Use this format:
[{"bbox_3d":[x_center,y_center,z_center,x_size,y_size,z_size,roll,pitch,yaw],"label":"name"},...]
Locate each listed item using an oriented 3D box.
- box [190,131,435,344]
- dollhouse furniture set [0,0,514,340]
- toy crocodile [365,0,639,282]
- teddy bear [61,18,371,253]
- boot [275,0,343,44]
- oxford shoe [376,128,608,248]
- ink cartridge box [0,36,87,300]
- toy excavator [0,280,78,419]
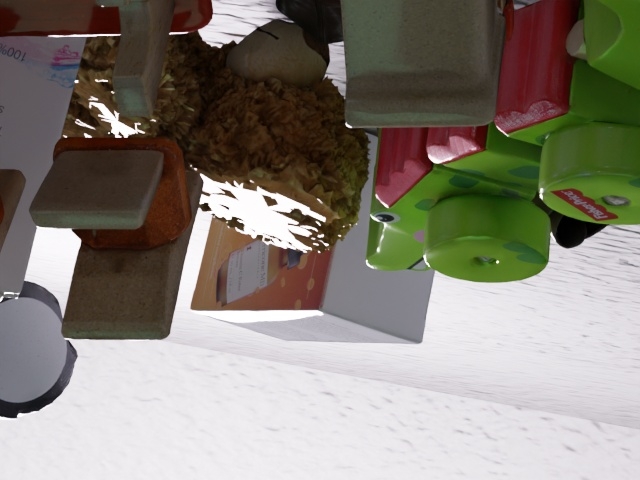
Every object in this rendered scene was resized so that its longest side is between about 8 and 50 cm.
[{"bbox_3d":[0.000,0.000,1.337,0.091,0.130,0.170,20,167,-33],"label":"box"},{"bbox_3d":[-0.063,-0.106,0.660,0.259,0.135,0.262,1,130,8],"label":"dollhouse furniture set"},{"bbox_3d":[0.092,-0.059,0.901,0.105,0.115,0.340,14,162,-18],"label":"toy crocodile"},{"bbox_3d":[-0.126,-0.104,1.050,0.338,0.113,0.245,16,162,18],"label":"teddy bear"},{"bbox_3d":[0.024,-0.117,0.934,0.106,0.037,0.114,24,168,8],"label":"boot"},{"bbox_3d":[0.117,-0.047,1.048,0.227,0.096,0.083,6,170,40],"label":"oxford shoe"},{"bbox_3d":[-0.186,-0.094,0.805,0.154,0.212,0.093,18,170,-34],"label":"ink cartridge box"},{"bbox_3d":[-0.442,-0.022,1.368,0.445,0.432,0.222,-16,-170,-38],"label":"toy excavator"}]
